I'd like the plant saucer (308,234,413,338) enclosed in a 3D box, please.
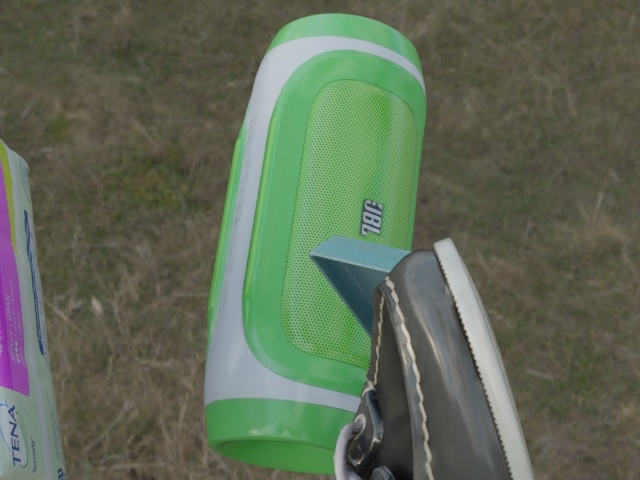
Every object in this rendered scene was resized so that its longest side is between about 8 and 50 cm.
[{"bbox_3d":[0.053,0.046,0.592,0.067,0.192,0.018,12,70,24],"label":"plant saucer"}]

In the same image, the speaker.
[{"bbox_3d":[0.000,0.000,0.757,0.131,0.131,0.296,7,69,2],"label":"speaker"}]

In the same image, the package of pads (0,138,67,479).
[{"bbox_3d":[-0.291,0.062,0.581,0.297,0.101,0.229,-17,62,5],"label":"package of pads"}]

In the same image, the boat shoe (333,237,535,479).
[{"bbox_3d":[0.048,0.155,0.500,0.096,0.335,0.112,-14,33,-1],"label":"boat shoe"}]
